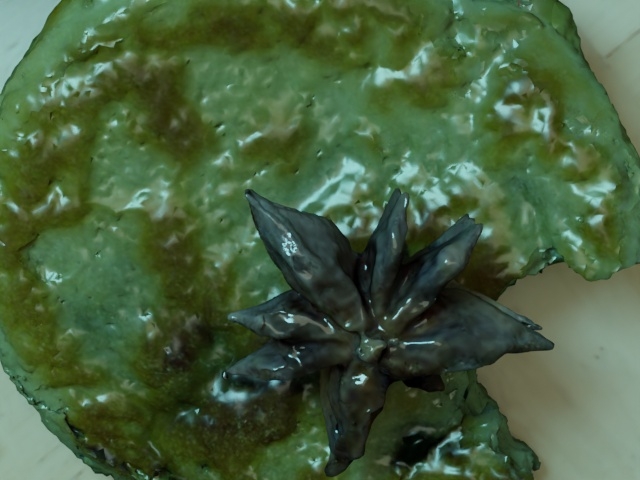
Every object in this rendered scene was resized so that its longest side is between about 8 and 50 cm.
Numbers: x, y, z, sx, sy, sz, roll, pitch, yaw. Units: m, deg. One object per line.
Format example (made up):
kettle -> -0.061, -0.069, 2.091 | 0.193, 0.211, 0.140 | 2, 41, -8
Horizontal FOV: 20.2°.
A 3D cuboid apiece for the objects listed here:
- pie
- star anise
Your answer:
pie -> -0.007, -0.004, 0.768 | 0.302, 0.067, 0.302 | 1, 103, 4
star anise -> 0.010, 0.024, 0.706 | 0.124, 0.056, 0.129 | -32, 115, 15
